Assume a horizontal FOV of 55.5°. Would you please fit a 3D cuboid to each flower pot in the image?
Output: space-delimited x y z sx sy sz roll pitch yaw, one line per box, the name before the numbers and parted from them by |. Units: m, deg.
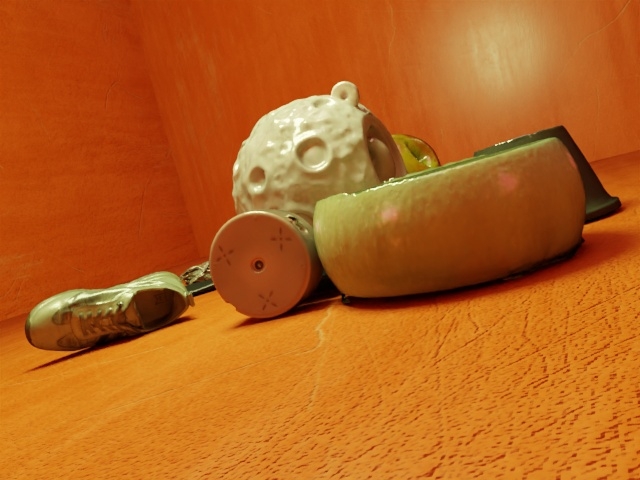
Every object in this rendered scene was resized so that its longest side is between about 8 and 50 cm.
flower pot | 0.366 -0.103 1.067 0.269 0.166 0.269 -14 5 1

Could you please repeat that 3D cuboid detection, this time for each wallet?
wallet | -0.298 0.117 1.507 0.244 0.025 0.124 -15 3 -26

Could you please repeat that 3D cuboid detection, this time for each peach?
peach | 0.239 -0.188 2.005 0.308 0.308 0.332 -19 -19 -50

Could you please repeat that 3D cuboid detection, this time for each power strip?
power strip | -0.073 0.028 0.858 0.154 0.154 0.078 -14 0 16

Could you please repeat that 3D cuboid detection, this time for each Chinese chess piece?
Chinese chess piece | 0.165 -0.027 0.809 0.349 0.146 0.349 -15 4 1

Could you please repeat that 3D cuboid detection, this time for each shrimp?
shrimp | -0.318 0.093 1.679 0.190 0.075 0.073 -9 33 -18

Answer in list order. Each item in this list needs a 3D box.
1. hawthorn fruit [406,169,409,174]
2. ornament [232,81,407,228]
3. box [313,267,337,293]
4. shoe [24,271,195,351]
hawthorn fruit | 0.245 -0.104 1.583 0.148 0.172 0.148 -12 -20 -4
ornament | -0.005 -0.095 1.128 0.337 0.337 0.337 -15 3 1
box | -0.024 0.061 0.932 0.126 0.031 0.091 -13 -19 17
shoe | -0.341 0.121 1.013 0.275 0.103 0.098 -18 16 -32
